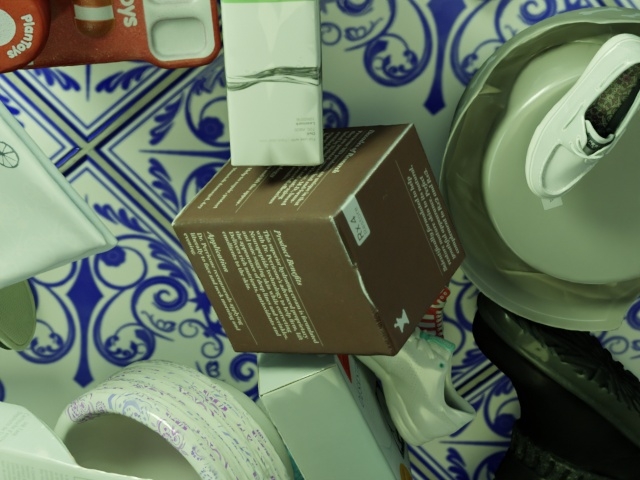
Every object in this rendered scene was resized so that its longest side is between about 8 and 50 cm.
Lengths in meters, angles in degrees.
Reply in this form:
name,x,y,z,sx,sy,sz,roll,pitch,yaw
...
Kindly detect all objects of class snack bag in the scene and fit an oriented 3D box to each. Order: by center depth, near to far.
name,x,y,z,sx,sy,sz,roll,pitch,yaw
snack bag,-0.409,-0.061,1.621,0.343,0.037,0.323,-19,121,35

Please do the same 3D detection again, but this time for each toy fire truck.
name,x,y,z,sx,sy,sz,roll,pitch,yaw
toy fire truck,-0.223,-0.295,1.549,0.254,0.169,0.302,-5,119,-3

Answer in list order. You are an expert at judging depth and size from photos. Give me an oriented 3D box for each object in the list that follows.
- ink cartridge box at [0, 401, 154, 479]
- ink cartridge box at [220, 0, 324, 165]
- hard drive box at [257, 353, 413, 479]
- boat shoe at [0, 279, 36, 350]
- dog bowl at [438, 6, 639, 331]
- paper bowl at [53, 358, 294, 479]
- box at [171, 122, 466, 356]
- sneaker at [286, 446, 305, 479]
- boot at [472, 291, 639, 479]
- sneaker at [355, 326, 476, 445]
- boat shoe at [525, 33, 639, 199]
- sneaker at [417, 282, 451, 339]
name,x,y,z,sx,sy,sz,roll,pitch,yaw
ink cartridge box,-0.280,0.334,1.858,0.385,0.091,0.308,8,120,19
ink cartridge box,-0.046,-0.198,1.616,0.093,0.160,0.219,-2,119,-1
hard drive box,0.017,0.187,1.823,0.089,0.181,0.232,-23,119,9
boat shoe,-0.380,0.026,1.781,0.079,0.084,0.233,-9,131,37
dog bowl,0.287,-0.079,1.737,0.349,0.102,0.348,-1,118,-2
paper bowl,-0.141,0.260,1.829,0.284,0.148,0.284,20,125,32
box,0.000,0.000,1.679,0.203,0.167,0.168,-1,125,36
sneaker,-0.050,0.341,1.963,0.087,0.092,0.228,11,98,-7
boot,0.225,0.224,1.884,0.260,0.131,0.348,-41,114,18
sneaker,0.094,0.114,1.809,0.094,0.080,0.212,-22,108,27
boat shoe,0.260,-0.108,1.624,0.066,0.063,0.184,30,113,-18
sneaker,0.125,0.076,1.846,0.067,0.042,0.118,-26,115,15
